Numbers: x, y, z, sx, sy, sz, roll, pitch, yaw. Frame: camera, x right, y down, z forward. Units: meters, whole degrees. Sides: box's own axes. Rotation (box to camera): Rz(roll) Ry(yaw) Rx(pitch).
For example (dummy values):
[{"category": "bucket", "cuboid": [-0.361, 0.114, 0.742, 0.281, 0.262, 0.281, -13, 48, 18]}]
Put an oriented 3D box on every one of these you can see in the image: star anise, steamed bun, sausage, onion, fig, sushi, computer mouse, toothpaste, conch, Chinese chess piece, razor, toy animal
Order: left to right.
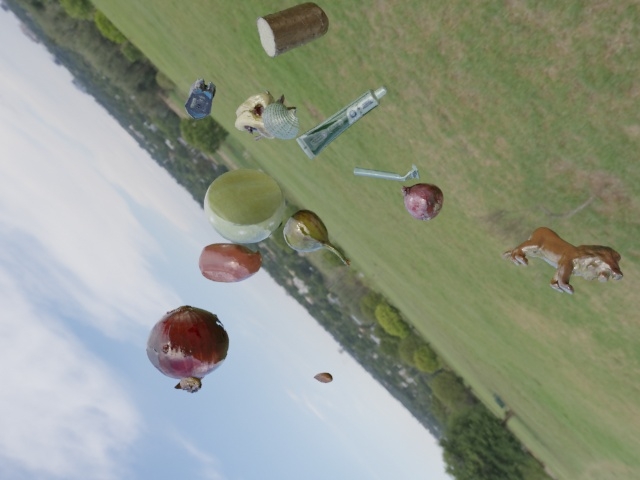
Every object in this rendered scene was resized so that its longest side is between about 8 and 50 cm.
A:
[{"category": "onion", "cuboid": [-0.554, 0.423, 2.255, 0.341, 0.341, 0.341, 46, 178, 2]}, {"category": "sushi", "cuboid": [-0.388, 0.435, 1.638, 0.050, 0.099, 0.047, 45, -139, -36]}, {"category": "computer mouse", "cuboid": [-0.357, -0.424, 1.628, 0.079, 0.135, 0.047, 13, -141, -23]}, {"category": "sausage", "cuboid": [-0.326, 0.076, 1.922, 0.255, 0.148, 0.148, 1, 147, 38]}, {"category": "Chinese chess piece", "cuboid": [-0.135, -0.062, 0.980, 0.144, 0.144, 0.058, 45, 152, 24]}, {"category": "steamed bun", "cuboid": [-0.250, -0.474, 2.100, 0.141, 0.156, 0.172, 61, -156, -71]}, {"category": "star anise", "cuboid": [-0.217, -0.548, 2.451, 0.209, 0.231, 0.089, 11, -161, -4]}, {"category": "conch", "cuboid": [-0.146, -0.416, 1.925, 0.153, 0.102, 0.135, 29, 141, 59]}, {"category": "fig", "cuboid": [0.000, 0.000, 1.739, 0.245, 0.149, 0.149, 35, 177, 8]}, {"category": "toothpaste", "cuboid": [0.083, -0.437, 1.992, 0.098, 0.392, 0.061, 52, -152, -12]}, {"category": "razor", "cuboid": [0.279, -0.283, 2.329, 0.278, 0.056, 0.111, 3, 168, 17]}, {"category": "onion", "cuboid": [0.408, -0.173, 2.249, 0.195, 0.159, 0.159, 36, 173, 37]}, {"category": "toy animal", "cuboid": [0.622, 0.040, 1.417, 0.097, 0.157, 0.312, 41, -179, -41]}]

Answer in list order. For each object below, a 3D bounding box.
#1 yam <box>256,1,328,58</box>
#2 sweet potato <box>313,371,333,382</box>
[{"category": "yam", "cuboid": [-0.096, -0.717, 1.846, 0.128, 0.238, 0.129, 52, 153, 10]}, {"category": "sweet potato", "cuboid": [0.010, 0.418, 1.672, 0.034, 0.034, 0.095, 46, 150, -24]}]
